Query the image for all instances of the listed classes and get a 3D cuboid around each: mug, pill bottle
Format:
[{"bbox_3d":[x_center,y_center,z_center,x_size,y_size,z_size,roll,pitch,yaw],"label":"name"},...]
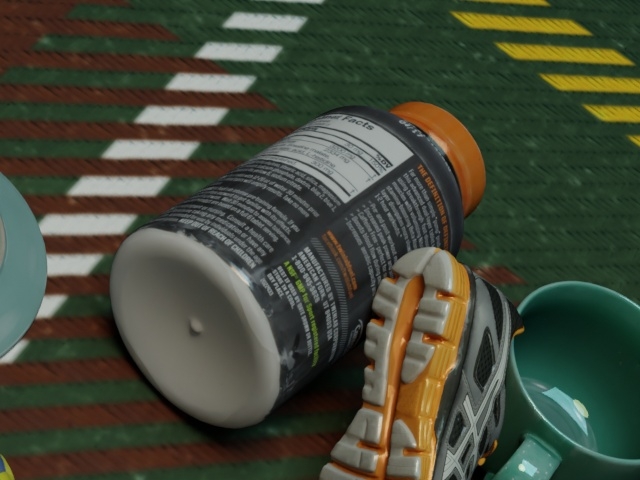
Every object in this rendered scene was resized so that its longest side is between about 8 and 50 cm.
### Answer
[{"bbox_3d":[0.140,0.105,1.020,0.158,0.097,0.129,-6,59,-31],"label":"mug"},{"bbox_3d":[0.000,0.000,1.004,0.130,0.130,0.246,46,47,10],"label":"pill bottle"}]

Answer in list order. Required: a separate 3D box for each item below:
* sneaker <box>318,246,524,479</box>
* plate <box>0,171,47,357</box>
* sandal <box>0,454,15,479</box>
[{"bbox_3d":[0.060,0.116,0.933,0.083,0.084,0.214,20,87,-39],"label":"sneaker"},{"bbox_3d":[-0.245,-0.002,0.947,0.188,0.024,0.188,15,48,-18],"label":"plate"},{"bbox_3d":[-0.282,0.152,0.744,0.317,0.126,0.138,-22,64,-40],"label":"sandal"}]
